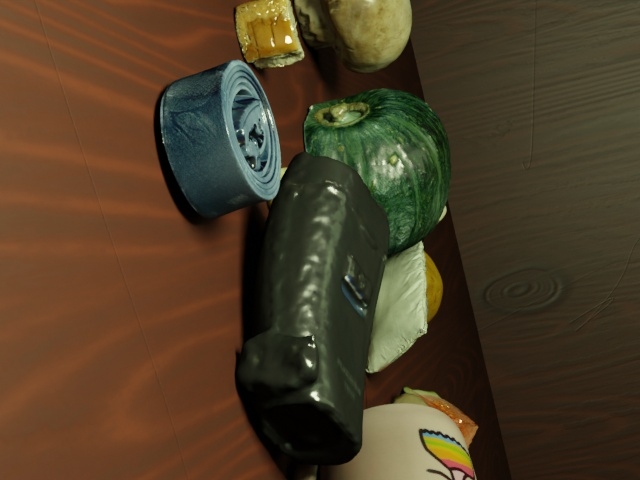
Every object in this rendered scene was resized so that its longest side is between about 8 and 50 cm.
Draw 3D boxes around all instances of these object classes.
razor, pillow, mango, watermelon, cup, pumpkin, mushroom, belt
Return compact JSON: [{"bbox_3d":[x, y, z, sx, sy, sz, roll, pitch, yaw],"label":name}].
[{"bbox_3d":[-0.002,0.071,1.381,0.189,0.107,0.327,54,34,-43],"label":"razor"},{"bbox_3d":[0.115,0.096,1.966,0.051,0.128,0.229,36,33,-26],"label":"pillow"},{"bbox_3d":[0.148,0.083,2.155,0.227,0.109,0.147,-44,125,-74],"label":"mango"},{"bbox_3d":[0.163,0.307,2.050,0.145,0.137,0.193,21,49,-33],"label":"watermelon"},{"bbox_3d":[0.069,0.299,1.438,0.253,0.191,0.200,24,41,-33],"label":"cup"},{"bbox_3d":[0.107,-0.105,1.963,0.293,0.197,0.263,-70,148,-65],"label":"pumpkin"},{"bbox_3d":[0.052,-0.391,2.027,0.255,0.184,0.255,-10,90,-76],"label":"mushroom"},{"bbox_3d":[-0.097,-0.101,1.260,0.190,0.082,0.141,-71,143,-67],"label":"belt"}]

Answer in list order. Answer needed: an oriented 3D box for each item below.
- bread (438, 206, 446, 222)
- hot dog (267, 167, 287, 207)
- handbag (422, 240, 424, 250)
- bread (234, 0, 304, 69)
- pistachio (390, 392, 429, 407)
[{"bbox_3d":[0.143,-0.078,2.182,0.141,0.134,0.148,122,-51,-85],"label":"bread"},{"bbox_3d":[-0.003,0.002,1.659,0.286,0.061,0.088,56,35,-57],"label":"hot dog"},{"bbox_3d":[0.159,-0.012,2.383,0.247,0.080,0.223,-20,98,-78],"label":"handbag"},{"bbox_3d":[-0.065,-0.266,1.623,0.076,0.070,0.083,34,42,-75],"label":"bread"},{"bbox_3d":[0.136,0.297,1.870,0.113,0.113,0.149,60,22,-56],"label":"pistachio"}]
